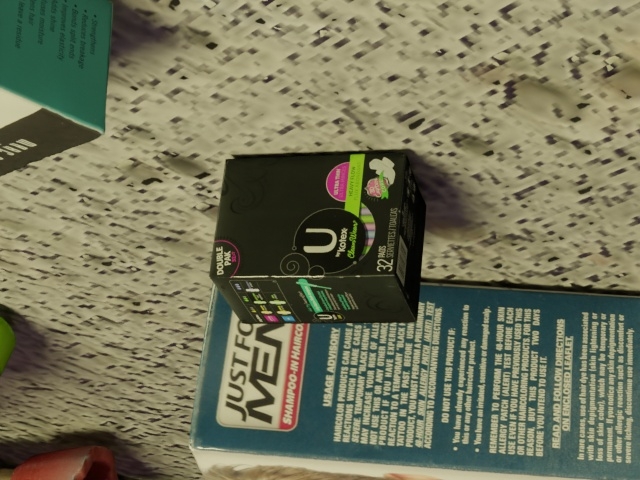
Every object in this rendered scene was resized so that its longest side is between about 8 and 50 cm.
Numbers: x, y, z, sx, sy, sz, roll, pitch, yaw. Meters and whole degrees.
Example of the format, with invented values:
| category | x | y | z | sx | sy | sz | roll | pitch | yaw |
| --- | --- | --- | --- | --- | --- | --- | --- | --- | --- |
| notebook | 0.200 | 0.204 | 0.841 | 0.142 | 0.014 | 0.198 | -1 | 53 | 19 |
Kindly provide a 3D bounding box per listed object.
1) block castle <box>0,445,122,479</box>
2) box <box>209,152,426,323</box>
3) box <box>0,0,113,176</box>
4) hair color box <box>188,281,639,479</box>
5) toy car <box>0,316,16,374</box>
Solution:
| category | x | y | z | sx | sy | sz | roll | pitch | yaw |
| --- | --- | --- | --- | --- | --- | --- | --- | --- | --- |
| block castle | -0.153 | 0.352 | 1.132 | 0.213 | 0.303 | 0.453 | -2 | 152 | 16 |
| box | 0.000 | 0.000 | 0.674 | 0.083 | 0.062 | 0.052 | -1 | 153 | 16 |
| box | -0.195 | -0.088 | 0.517 | 0.100 | 0.060 | 0.244 | -17 | 152 | 38 |
| hair color box | 0.118 | 0.106 | 0.805 | 0.347 | 0.105 | 0.174 | 4 | 153 | 8 |
| toy car | -0.292 | 0.082 | 0.829 | 0.188 | 0.155 | 0.149 | 35 | 144 | -21 |
